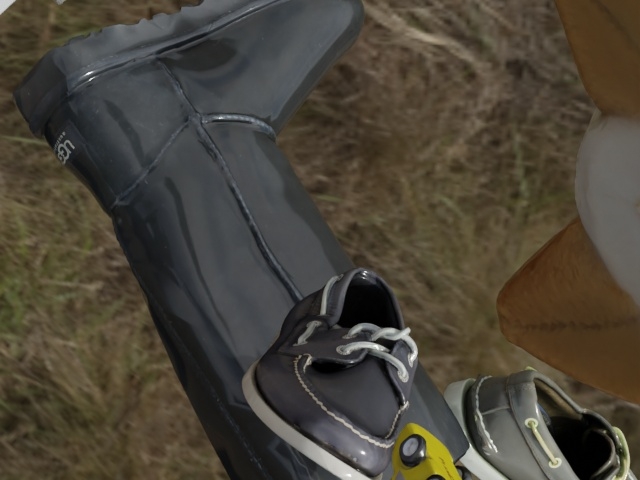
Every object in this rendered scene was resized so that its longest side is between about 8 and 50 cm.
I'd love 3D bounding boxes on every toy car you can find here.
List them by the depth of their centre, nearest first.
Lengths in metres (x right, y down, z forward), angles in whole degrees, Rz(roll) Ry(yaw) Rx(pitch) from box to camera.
[{"bbox_3d":[0.113,0.240,0.972,0.053,0.239,0.225,-43,93,12],"label":"toy car"}]

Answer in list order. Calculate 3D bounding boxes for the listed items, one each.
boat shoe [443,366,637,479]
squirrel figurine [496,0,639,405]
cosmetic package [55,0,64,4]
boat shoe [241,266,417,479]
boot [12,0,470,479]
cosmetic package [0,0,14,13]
[{"bbox_3d":[0.232,0.206,1.374,0.305,0.091,0.109,36,43,-40],"label":"boat shoe"},{"bbox_3d":[0.353,-0.060,0.833,0.370,0.397,0.281,-24,125,-34],"label":"squirrel figurine"},{"bbox_3d":[-0.194,-0.392,1.439,0.309,0.160,0.113,-42,149,-8],"label":"cosmetic package"},{"bbox_3d":[0.011,0.057,0.712,0.075,0.206,0.065,35,99,-6],"label":"boat shoe"},{"bbox_3d":[-0.002,0.001,1.264,0.367,0.146,0.445,-27,77,-35],"label":"boot"},{"bbox_3d":[-0.232,-0.109,0.565,0.239,0.099,0.060,-2,120,12],"label":"cosmetic package"}]
